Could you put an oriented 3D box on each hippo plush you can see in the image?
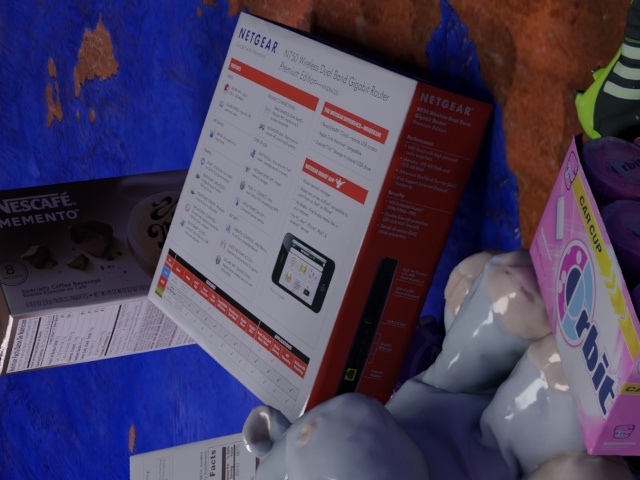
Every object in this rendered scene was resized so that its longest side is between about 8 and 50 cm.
[{"bbox_3d":[0.064,0.133,1.074,0.294,0.236,0.234,144,116,-73],"label":"hippo plush"}]

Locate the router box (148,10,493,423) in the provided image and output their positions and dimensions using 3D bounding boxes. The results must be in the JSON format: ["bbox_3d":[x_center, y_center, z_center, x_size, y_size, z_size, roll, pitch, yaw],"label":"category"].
[{"bbox_3d":[-0.016,-0.025,1.317,0.335,0.082,0.301,34,107,57],"label":"router box"}]

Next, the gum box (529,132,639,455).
[{"bbox_3d":[0.191,0.029,0.936,0.188,0.062,0.107,-99,16,-44],"label":"gum box"}]

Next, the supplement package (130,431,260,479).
[{"bbox_3d":[-0.043,0.310,1.184,0.145,0.204,0.262,-14,60,27],"label":"supplement package"}]

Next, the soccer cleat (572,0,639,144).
[{"bbox_3d":[0.221,-0.116,0.957,0.072,0.060,0.179,58,152,23],"label":"soccer cleat"}]

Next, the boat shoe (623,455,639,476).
[{"bbox_3d":[0.211,0.109,1.052,0.046,0.038,0.125,-19,80,64],"label":"boat shoe"}]

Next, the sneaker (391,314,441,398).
[{"bbox_3d":[0.093,0.140,1.294,0.071,0.068,0.170,32,135,39],"label":"sneaker"}]

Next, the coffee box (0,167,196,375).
[{"bbox_3d":[-0.226,0.029,1.616,0.168,0.297,0.119,65,149,31],"label":"coffee box"}]
